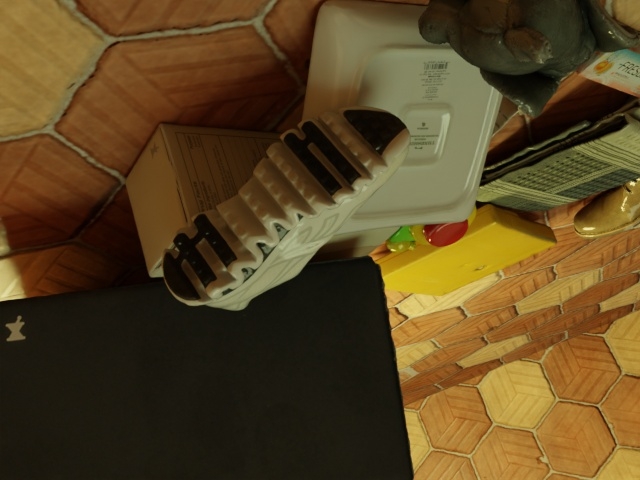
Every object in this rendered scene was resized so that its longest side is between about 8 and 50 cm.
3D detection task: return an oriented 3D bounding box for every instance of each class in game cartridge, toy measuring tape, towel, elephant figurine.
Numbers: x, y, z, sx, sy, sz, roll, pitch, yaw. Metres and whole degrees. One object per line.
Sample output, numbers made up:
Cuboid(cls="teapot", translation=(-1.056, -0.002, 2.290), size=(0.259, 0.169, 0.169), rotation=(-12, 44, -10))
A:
Cuboid(cls="game cartridge", translation=(0.272, 0.026, 1.514), size=(0.285, 0.053, 0.323), rotation=(-28, 157, 28))
Cuboid(cls="toy measuring tape", translation=(0.216, -0.089, 1.178), size=(0.121, 0.121, 0.330), rotation=(4, 138, -44))
Cuboid(cls="towel", translation=(0.423, -0.128, 1.288), size=(0.312, 0.056, 0.324), rotation=(-22, 162, 39))
Cuboid(cls="elephant figurine", translation=(0.232, -0.215, 0.792), size=(0.239, 0.186, 0.169), rotation=(20, 171, -40))

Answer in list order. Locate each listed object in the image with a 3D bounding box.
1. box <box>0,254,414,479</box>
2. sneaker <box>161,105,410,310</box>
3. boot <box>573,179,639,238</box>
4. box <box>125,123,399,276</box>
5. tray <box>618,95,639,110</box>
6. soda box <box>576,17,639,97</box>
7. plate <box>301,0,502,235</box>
Cuboid(cls="box", translation=(-0.178, 0.226, 1.117), size=(0.479, 0.298, 0.472), rotation=(-7, 168, -12))
Cuboid(cls="sneaker", translation=(-0.027, -0.029, 0.826), size=(0.292, 0.110, 0.118), rotation=(-37, 148, 7))
Cuboid(cls="boot", translation=(0.607, -0.106, 1.507), size=(0.115, 0.112, 0.305), rotation=(36, 131, -27))
Cuboid(cls="box", translation=(-0.068, -0.047, 0.982), size=(0.311, 0.148, 0.121), rotation=(0, 151, -37))
Cuboid(cls="tray", translation=(0.541, -0.246, 1.181), size=(0.145, 0.030, 0.270), rotation=(-11, 156, -18))
Cuboid(cls="soda box", translation=(0.395, -0.242, 1.033), size=(0.183, 0.058, 0.063), rotation=(2, 148, -44))
Cuboid(cls="plate", translation=(0.105, -0.126, 0.897), size=(0.277, 0.045, 0.278), rotation=(-6, 121, -29))
